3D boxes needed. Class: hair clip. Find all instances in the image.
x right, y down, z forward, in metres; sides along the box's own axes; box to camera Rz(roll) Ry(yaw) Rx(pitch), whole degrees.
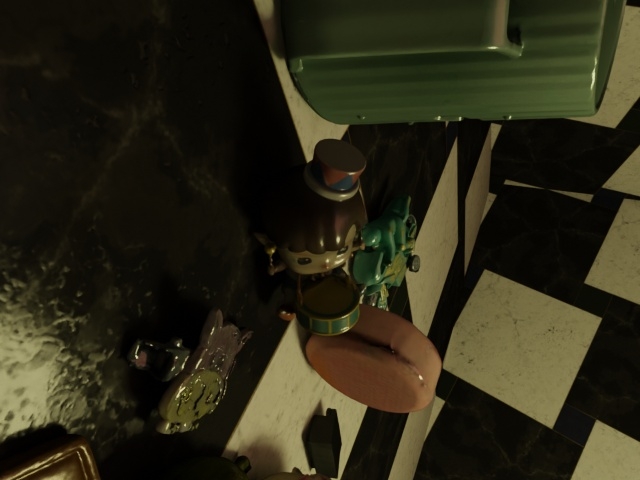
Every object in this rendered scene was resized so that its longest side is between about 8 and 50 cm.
[{"bbox_3d":[-0.145,0.151,0.528,0.146,0.056,0.187,-63,154,-15],"label":"hair clip"}]

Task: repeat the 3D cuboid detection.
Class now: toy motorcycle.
[{"bbox_3d":[0.143,0.021,1.032,0.296,0.109,0.198,-57,138,-34],"label":"toy motorcycle"}]

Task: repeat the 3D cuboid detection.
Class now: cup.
[{"bbox_3d":[0.154,-0.276,0.595,0.401,0.392,0.310,-59,143,-26],"label":"cup"}]

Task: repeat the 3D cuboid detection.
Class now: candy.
[{"bbox_3d":[0.095,0.213,0.823,0.094,0.255,0.255,-58,148,-36],"label":"candy"}]

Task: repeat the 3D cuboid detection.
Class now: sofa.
[{"bbox_3d":[0.007,0.433,0.973,0.085,0.060,0.147,-74,161,-51],"label":"sofa"}]

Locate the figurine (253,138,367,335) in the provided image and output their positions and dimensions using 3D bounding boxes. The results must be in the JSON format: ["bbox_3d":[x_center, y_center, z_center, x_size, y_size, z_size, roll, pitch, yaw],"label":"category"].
[{"bbox_3d":[-0.004,-0.005,0.630,0.161,0.158,0.275,-19,129,-15],"label":"figurine"}]

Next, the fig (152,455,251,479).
[{"bbox_3d":[-0.118,0.327,0.561,0.259,0.151,0.151,5,96,-68],"label":"fig"}]

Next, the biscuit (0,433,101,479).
[{"bbox_3d":[-0.262,0.274,0.356,0.215,0.034,0.182,-42,136,-52],"label":"biscuit"}]

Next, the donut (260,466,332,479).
[{"bbox_3d":[-0.085,0.546,0.715,0.382,0.142,0.382,-39,135,-54],"label":"donut"}]
